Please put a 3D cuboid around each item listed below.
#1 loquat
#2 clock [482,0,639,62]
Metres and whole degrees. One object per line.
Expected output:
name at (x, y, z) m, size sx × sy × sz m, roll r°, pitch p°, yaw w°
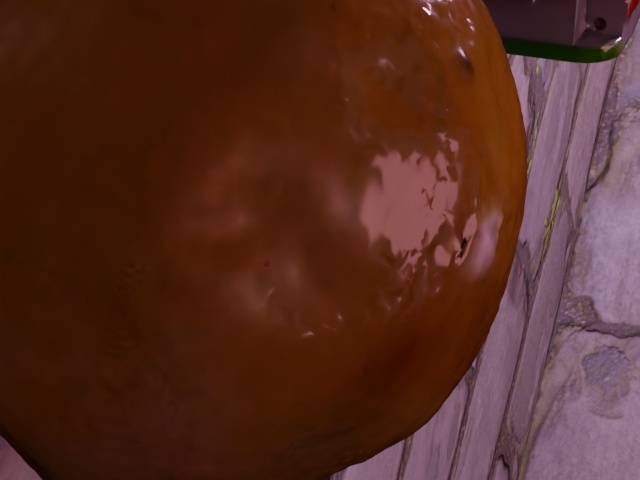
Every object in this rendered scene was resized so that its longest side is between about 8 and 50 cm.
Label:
loquat at (-0.053, -0.023, 0.690) m, size 0.328 × 0.328 × 0.328 m, roll 10°, pitch 90°, yaw -71°
clock at (0.111, -0.297, 0.928) m, size 0.166 × 0.235 × 0.309 m, roll -53°, pitch 148°, yaw -54°
